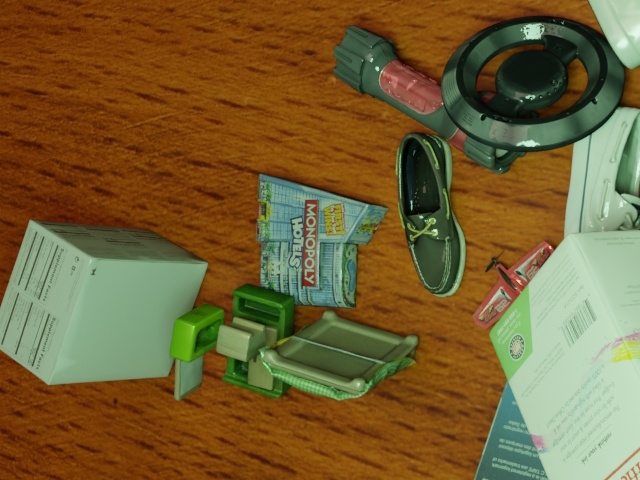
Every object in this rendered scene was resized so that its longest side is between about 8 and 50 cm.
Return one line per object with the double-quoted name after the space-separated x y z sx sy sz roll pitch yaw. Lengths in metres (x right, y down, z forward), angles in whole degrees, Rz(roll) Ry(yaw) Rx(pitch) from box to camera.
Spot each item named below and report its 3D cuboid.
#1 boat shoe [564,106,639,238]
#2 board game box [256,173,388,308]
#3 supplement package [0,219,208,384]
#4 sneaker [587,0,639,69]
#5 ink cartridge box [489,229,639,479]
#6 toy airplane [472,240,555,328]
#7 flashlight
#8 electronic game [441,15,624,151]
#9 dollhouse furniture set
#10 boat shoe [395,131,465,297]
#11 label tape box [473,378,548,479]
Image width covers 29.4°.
0.358 -0.041 1.507 0.084 0.095 0.258 0 88 38 "boat shoe"
0.000 0.000 1.766 0.194 0.060 0.194 0 87 35 "board game box"
-0.333 0.095 1.861 0.145 0.262 0.204 27 103 33 "supplement package"
0.371 -0.367 1.523 0.123 0.106 0.290 -30 82 26 "sneaker"
0.327 0.188 1.289 0.207 0.119 0.353 119 141 -47 "ink cartridge box"
0.274 0.075 1.596 0.151 0.028 0.151 -2 87 35 "toy airplane"
0.147 -0.201 1.655 0.304 0.103 0.103 36 101 30 "flashlight"
0.267 -0.201 1.543 0.229 0.048 0.229 -6 52 8 "electronic game"
-0.035 0.190 1.687 0.302 0.197 0.151 15 111 24 "dollhouse furniture set"
0.143 -0.035 1.666 0.081 0.069 0.227 -11 81 33 "boat shoe"
0.316 0.304 1.439 0.249 0.115 0.347 11 73 33 "label tape box"
